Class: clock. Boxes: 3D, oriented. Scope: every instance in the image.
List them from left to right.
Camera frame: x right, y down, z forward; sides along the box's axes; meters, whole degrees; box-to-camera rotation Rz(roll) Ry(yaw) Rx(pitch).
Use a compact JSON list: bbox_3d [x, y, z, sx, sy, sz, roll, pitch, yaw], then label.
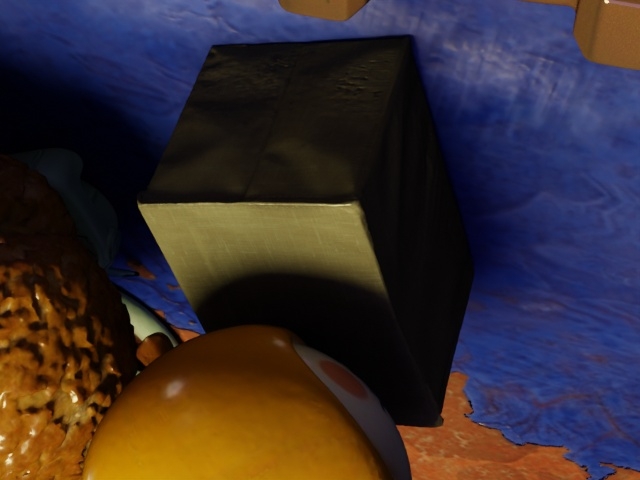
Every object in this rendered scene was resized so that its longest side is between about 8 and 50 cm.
[{"bbox_3d":[-0.206,-0.008,1.088,0.108,0.045,0.147,-6,137,28],"label":"clock"}]

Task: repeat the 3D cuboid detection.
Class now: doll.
[{"bbox_3d":[-0.063,0.137,0.865,0.236,0.213,0.213,44,159,38],"label":"doll"}]

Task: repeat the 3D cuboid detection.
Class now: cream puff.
[{"bbox_3d":[-0.249,0.050,0.954,0.303,0.212,0.303,47,172,9],"label":"cream puff"}]

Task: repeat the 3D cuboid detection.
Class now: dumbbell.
[{"bbox_3d":[0.090,-0.153,0.762,0.230,0.092,0.082,11,114,10],"label":"dumbbell"}]

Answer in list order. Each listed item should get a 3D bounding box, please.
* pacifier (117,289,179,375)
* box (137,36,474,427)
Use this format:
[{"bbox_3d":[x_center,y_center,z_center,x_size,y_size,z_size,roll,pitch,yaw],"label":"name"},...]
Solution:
[{"bbox_3d":[-0.255,0.175,1.166,0.343,0.269,0.288,36,114,-27],"label":"pacifier"},{"bbox_3d":[0.000,0.000,0.930,0.155,0.149,0.231,0,138,22],"label":"box"}]
